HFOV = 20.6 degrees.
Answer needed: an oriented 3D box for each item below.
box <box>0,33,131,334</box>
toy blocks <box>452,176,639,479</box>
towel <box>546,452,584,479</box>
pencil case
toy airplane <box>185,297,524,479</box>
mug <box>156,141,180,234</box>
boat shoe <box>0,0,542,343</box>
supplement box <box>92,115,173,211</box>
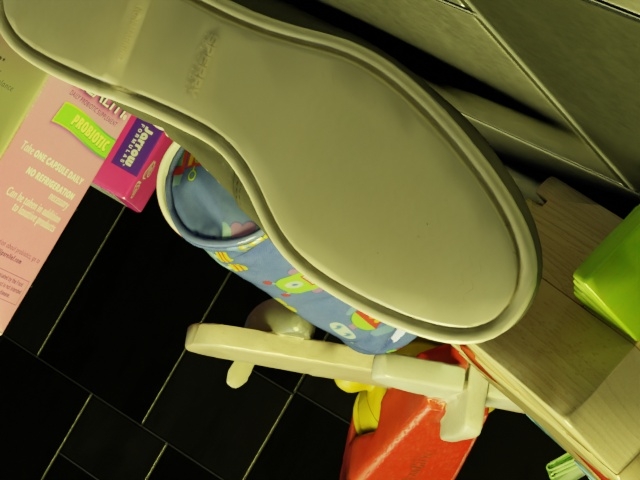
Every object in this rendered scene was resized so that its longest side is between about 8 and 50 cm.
[{"bbox_3d":[-0.258,-0.097,1.185,0.213,0.243,0.117,28,177,23],"label":"box"},{"bbox_3d":[0.178,0.089,0.986,0.381,0.191,0.261,45,178,-32],"label":"toy blocks"},{"bbox_3d":[0.294,0.202,1.721,0.023,0.152,0.113,62,-177,20],"label":"towel"},{"bbox_3d":[0.000,0.000,1.480,0.133,0.119,0.306,-19,151,24],"label":"pencil case"},{"bbox_3d":[0.110,0.136,1.788,0.384,0.272,0.386,-16,140,28],"label":"toy airplane"},{"bbox_3d":[-0.081,-0.064,1.624,0.113,0.150,0.169,-7,176,6],"label":"mug"},{"bbox_3d":[-0.017,-0.066,0.880,0.335,0.112,0.095,35,-164,22],"label":"boat shoe"},{"bbox_3d":[-0.254,-0.133,1.775,0.220,0.111,0.114,29,176,4],"label":"supplement box"}]
